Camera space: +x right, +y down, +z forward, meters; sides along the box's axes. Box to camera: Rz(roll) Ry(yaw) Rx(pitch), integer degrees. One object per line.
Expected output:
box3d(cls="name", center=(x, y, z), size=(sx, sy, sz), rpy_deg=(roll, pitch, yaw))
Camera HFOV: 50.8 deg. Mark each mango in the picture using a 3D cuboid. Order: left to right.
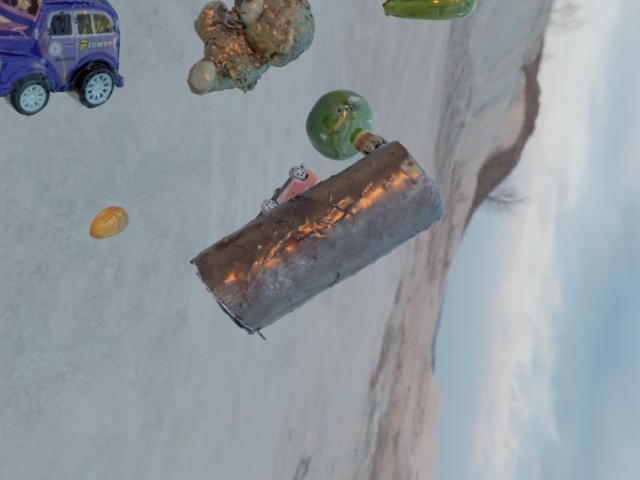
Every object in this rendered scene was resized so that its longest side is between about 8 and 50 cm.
box3d(cls="mango", center=(-0.441, -0.035, 1.404), size=(0.089, 0.060, 0.046), rpy_deg=(-39, 180, -10))

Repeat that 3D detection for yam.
box3d(cls="yam", center=(-0.001, -0.001, 0.790), size=(0.131, 0.279, 0.131), rpy_deg=(59, 0, 0))

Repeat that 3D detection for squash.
box3d(cls="squash", center=(0.234, -0.503, 1.442), size=(0.066, 0.201, 0.066), rpy_deg=(-2, 90, -82))

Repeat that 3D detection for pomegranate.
box3d(cls="pomegranate", center=(0.073, -0.279, 1.716), size=(0.187, 0.225, 0.187), rpy_deg=(-34, 149, -24))

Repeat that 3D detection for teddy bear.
box3d(cls="teddy bear", center=(-0.127, -0.396, 1.329), size=(0.156, 0.256, 0.267), rpy_deg=(35, 43, -39))

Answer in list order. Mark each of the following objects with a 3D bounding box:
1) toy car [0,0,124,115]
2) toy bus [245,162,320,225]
box3d(cls="toy car", center=(-0.400, -0.284, 0.938), size=(0.235, 0.172, 0.158), rpy_deg=(-29, 145, -51))
box3d(cls="toy bus", center=(-0.051, -0.049, 1.078), size=(0.079, 0.077, 0.174), rpy_deg=(-47, -174, 45))
